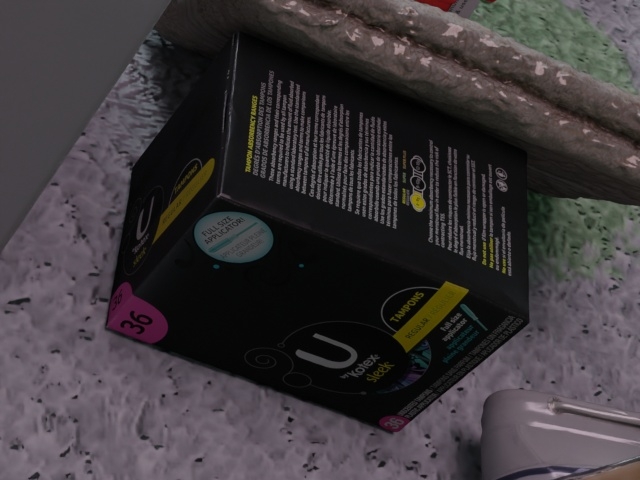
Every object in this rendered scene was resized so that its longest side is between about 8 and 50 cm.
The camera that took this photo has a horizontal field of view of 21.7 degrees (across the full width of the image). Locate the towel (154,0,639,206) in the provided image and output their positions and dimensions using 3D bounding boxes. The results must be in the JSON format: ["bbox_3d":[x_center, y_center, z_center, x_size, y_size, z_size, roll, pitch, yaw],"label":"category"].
[{"bbox_3d":[0.060,-0.081,0.853,0.282,0.187,0.049,20,86,-22],"label":"towel"}]

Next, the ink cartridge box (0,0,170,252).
[{"bbox_3d":[-0.160,-0.175,0.731,0.131,0.226,0.306,13,53,-25],"label":"ink cartridge box"}]

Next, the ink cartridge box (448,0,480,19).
[{"bbox_3d":[-0.006,-0.198,0.936,0.191,0.082,0.139,16,35,-23],"label":"ink cartridge box"}]

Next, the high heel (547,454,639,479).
[{"bbox_3d":[0.121,0.101,0.715,0.186,0.261,0.093,32,13,-16],"label":"high heel"}]

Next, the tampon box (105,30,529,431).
[{"bbox_3d":[0.000,0.000,0.786,0.161,0.120,0.101,21,49,-20],"label":"tampon box"}]

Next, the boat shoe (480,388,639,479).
[{"bbox_3d":[0.197,0.122,0.852,0.258,0.095,0.084,14,56,-28],"label":"boat shoe"}]

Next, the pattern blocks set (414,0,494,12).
[{"bbox_3d":[0.087,-0.261,0.943,0.325,0.026,0.285,-27,74,-39],"label":"pattern blocks set"}]
